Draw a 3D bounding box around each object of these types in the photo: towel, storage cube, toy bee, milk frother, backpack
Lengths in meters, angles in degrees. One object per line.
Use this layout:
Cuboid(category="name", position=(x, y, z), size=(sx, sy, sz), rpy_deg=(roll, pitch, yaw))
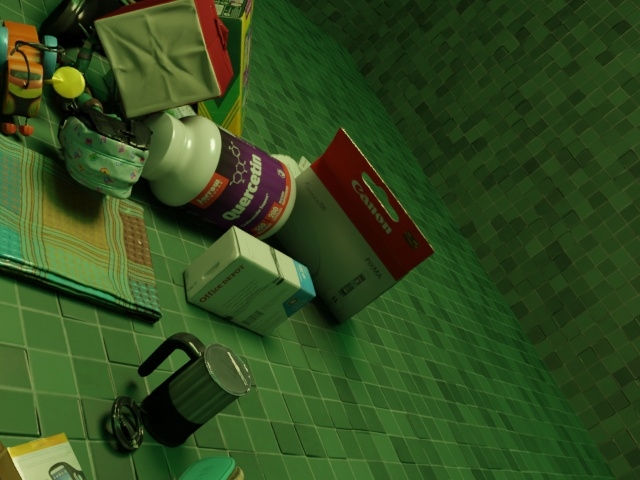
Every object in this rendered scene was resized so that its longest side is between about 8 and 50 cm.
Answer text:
Cuboid(category="towel", position=(-0.399, -0.035, 1.091), size=(0.370, 0.040, 0.271), rpy_deg=(29, 29, -44))
Cuboid(category="storage cube", position=(-0.281, -0.354, 1.364), size=(0.193, 0.214, 0.184), rpy_deg=(-91, 168, -66))
Cuboid(category="toy bee", position=(-0.493, -0.258, 1.177), size=(0.195, 0.162, 0.298), rpy_deg=(12, 16, -9))
Cuboid(category="milk frother", position=(-0.187, 0.209, 0.967), size=(0.129, 0.134, 0.143), rpy_deg=(43, 22, -15))
Cuboid(category="backpack", position=(-0.340, -0.142, 1.172), size=(0.152, 0.115, 0.182), rpy_deg=(12, 14, -30))

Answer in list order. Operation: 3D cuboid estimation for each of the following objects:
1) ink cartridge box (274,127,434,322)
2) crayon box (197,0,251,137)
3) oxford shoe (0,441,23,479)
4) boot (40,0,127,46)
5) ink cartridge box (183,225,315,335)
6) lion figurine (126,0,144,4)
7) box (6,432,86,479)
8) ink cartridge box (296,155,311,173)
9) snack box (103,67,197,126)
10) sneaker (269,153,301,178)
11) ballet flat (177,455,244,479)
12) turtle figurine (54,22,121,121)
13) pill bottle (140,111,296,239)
Cuboid(category="ink cartridge box", position=(0.042, -0.014, 1.533), size=(0.091, 0.385, 0.308), rpy_deg=(-33, 83, -26))
Cuboid(category="crayon box", position=(-0.225, -0.423, 1.746), size=(0.106, 0.313, 0.363), rpy_deg=(5, 31, -4))
Cuboid(category="oxford shoe", position=(-0.338, 0.239, 0.732), size=(0.212, 0.076, 0.076), rpy_deg=(55, -9, 20))
Cuboid(category="boot", position=(-0.433, -0.441, 1.587), size=(0.260, 0.131, 0.348), rpy_deg=(41, 22, -22))
Cuboid(category="ink cartridge box", position=(-0.126, 0.077, 1.310), size=(0.190, 0.139, 0.082), rpy_deg=(33, 28, -38))
Cuboid(category="lion figurine", position=(-0.424, -0.605, 1.719), size=(0.392, 0.142, 0.240), rpy_deg=(19, 4, 17))
Cuboid(category="box", position=(-0.287, 0.281, 0.795), size=(0.136, 0.028, 0.081), rpy_deg=(59, 22, 16))
Cuboid(category="ink cartridge box", position=(-0.031, -0.167, 2.051), size=(0.122, 0.052, 0.088), rpy_deg=(46, 20, -13))
Cuboid(category="snack box", position=(-0.345, -0.276, 1.569), size=(0.174, 0.070, 0.207), rpy_deg=(12, 43, -57))
Cuboid(category="sneaker", position=(-0.067, -0.111, 1.813), size=(0.297, 0.111, 0.129), rpy_deg=(29, 35, -41))
Cuboid(category="ballet flat", position=(-0.166, 0.348, 0.825), size=(0.316, 0.107, 0.106), rpy_deg=(-14, 102, -67))
Cuboid(category="turtle figurine", position=(-0.422, -0.268, 1.338), size=(0.175, 0.118, 0.234), rpy_deg=(85, -18, -64))
Cuboid(category="pill bottle", position=(-0.207, -0.126, 1.436), size=(0.323, 0.181, 0.181), rpy_deg=(25, 32, -47))
